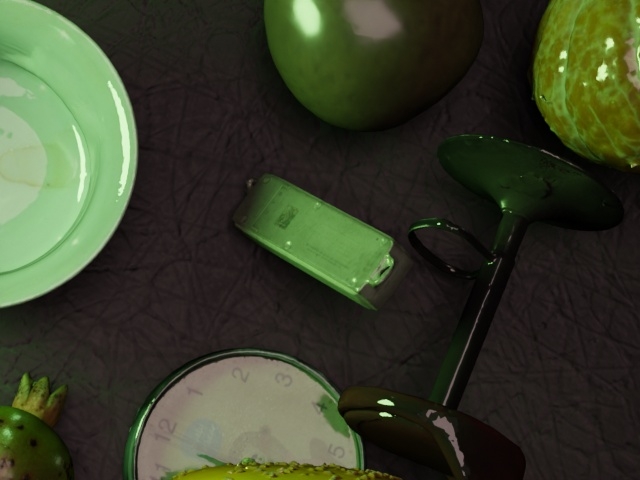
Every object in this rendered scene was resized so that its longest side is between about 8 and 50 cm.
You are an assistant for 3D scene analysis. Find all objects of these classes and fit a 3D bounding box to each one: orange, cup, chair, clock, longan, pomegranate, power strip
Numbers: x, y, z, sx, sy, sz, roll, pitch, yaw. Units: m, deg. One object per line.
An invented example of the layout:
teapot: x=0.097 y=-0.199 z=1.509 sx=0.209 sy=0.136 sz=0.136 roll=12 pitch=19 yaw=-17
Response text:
orange: x=0.392 y=-0.215 z=1.920 sx=0.329 sy=0.329 sz=0.249 roll=-25 pitch=102 yaw=-10
cup: x=-0.375 y=-0.086 z=1.886 sx=0.347 sy=0.163 sz=0.347 roll=1 pitch=81 yaw=-7
chair: x=0.166 y=0.108 z=1.879 sx=0.227 sy=0.226 sz=0.401 roll=23 pitch=74 yaw=-4
clock: x=-0.084 y=0.256 z=1.930 sx=0.281 sy=0.055 sz=0.280 roll=1 pitch=82 yaw=-8
longan: x=0.053 y=-0.246 z=1.934 sx=0.246 sy=0.215 sz=0.246 roll=-6 pitch=102 yaw=-29
pomegranate: x=-0.337 y=0.236 z=1.858 sx=0.159 sy=0.159 sz=0.205 roll=24 pitch=52 yaw=-3
power strip: x=0.000 y=0.000 z=1.895 sx=0.078 sy=0.272 sz=0.052 roll=-54 pitch=134 yaw=-7

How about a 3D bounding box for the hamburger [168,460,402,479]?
hamburger: x=-0.032 y=0.300 z=1.786 sx=0.295 sy=0.227 sz=0.151 roll=9 pitch=68 yaw=-7
